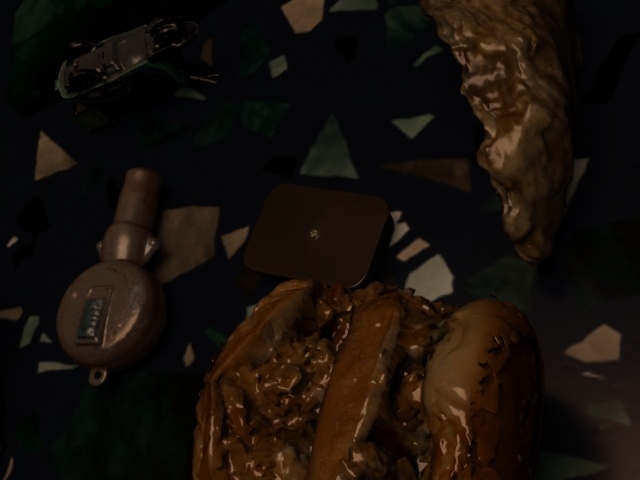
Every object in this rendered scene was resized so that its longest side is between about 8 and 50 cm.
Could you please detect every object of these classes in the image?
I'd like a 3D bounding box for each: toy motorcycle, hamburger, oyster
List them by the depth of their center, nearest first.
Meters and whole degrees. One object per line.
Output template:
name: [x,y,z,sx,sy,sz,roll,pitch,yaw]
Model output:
hamburger: [0.039,0.147,0.721,0.211,0.260,0.245,2,85,21]
oyster: [0.163,-0.149,0.893,0.110,0.166,0.341,-18,41,26]
toy motorcycle: [-0.191,-0.175,1.087,0.173,0.100,0.058,-20,59,18]

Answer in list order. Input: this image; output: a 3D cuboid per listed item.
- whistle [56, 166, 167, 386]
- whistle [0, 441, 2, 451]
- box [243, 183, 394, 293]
whistle: [-0.189,0.031,1.003,0.107,0.057,0.220,-3,62,25]
whistle: [-0.415,0.223,0.943,0.188,0.168,0.405,-10,65,21]
box: [0.000,0.000,0.946,0.126,0.031,0.091,9,69,29]
